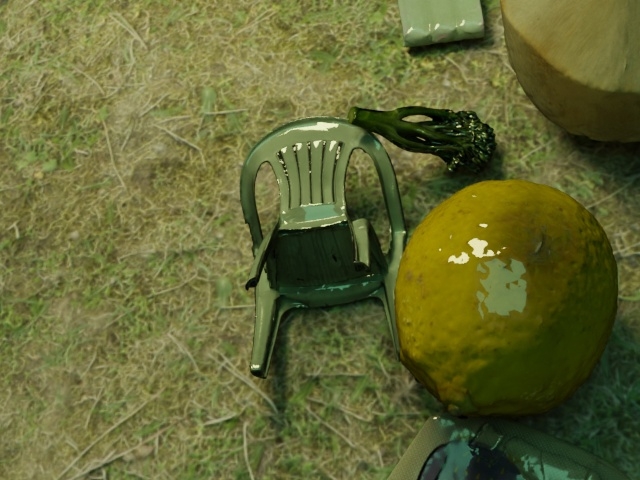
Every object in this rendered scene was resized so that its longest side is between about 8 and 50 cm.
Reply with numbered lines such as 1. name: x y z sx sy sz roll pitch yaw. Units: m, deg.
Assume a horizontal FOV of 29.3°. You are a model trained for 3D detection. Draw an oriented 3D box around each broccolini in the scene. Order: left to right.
1. broccolini: 0.127 -0.138 1.552 0.203 0.068 0.091 12 77 -13

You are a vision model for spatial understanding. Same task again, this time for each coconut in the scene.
1. coconut: 0.360 -0.273 1.456 0.329 0.329 0.328 -5 65 10

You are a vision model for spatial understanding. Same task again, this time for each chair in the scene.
1. chair: 0.000 0.000 1.487 0.203 0.190 0.274 -9 36 7

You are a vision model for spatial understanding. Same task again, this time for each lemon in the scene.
1. lemon: 0.206 0.070 1.364 0.254 0.253 0.310 12 53 17

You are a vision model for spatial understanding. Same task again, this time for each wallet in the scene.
1. wallet: 0.203 0.340 1.346 0.335 0.068 0.274 20 73 21

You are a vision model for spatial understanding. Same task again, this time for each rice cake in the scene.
1. rice cake: 0.158 -0.372 1.699 0.127 0.043 0.237 -10 65 8
